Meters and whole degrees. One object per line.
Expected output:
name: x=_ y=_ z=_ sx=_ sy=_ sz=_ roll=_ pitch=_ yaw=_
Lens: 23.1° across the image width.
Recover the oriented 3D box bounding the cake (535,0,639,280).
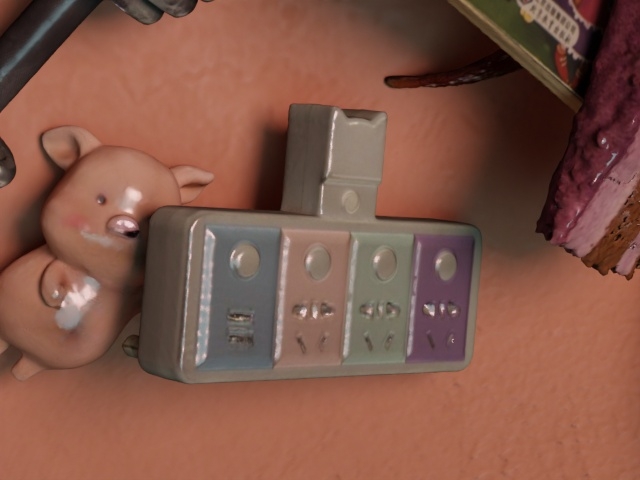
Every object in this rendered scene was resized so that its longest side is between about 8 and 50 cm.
cake: x=0.196 y=-0.119 z=0.787 sx=0.116 sy=0.113 sz=0.295 roll=12 pitch=109 yaw=-45

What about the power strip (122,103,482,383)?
power strip: x=0.000 y=0.000 z=0.840 sx=0.215 sy=0.061 sz=0.145 roll=3 pitch=95 yaw=-43

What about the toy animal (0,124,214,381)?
toy animal: x=-0.125 y=0.009 z=0.827 sx=0.150 sy=0.089 sz=0.083 roll=-54 pitch=137 yaw=1

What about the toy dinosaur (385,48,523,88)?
toy dinosaur: x=0.118 y=-0.251 z=0.815 sx=0.206 sy=0.113 sz=0.327 roll=-35 pitch=128 yaw=-32

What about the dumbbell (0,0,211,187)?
dumbbell: x=-0.145 y=-0.096 z=0.774 sx=0.110 sy=0.110 sz=0.254 roll=39 pitch=99 yaw=-24

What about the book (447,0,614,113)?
book: x=0.161 y=-0.234 z=0.772 sx=0.228 sy=0.018 sz=0.322 roll=30 pitch=83 yaw=-47
